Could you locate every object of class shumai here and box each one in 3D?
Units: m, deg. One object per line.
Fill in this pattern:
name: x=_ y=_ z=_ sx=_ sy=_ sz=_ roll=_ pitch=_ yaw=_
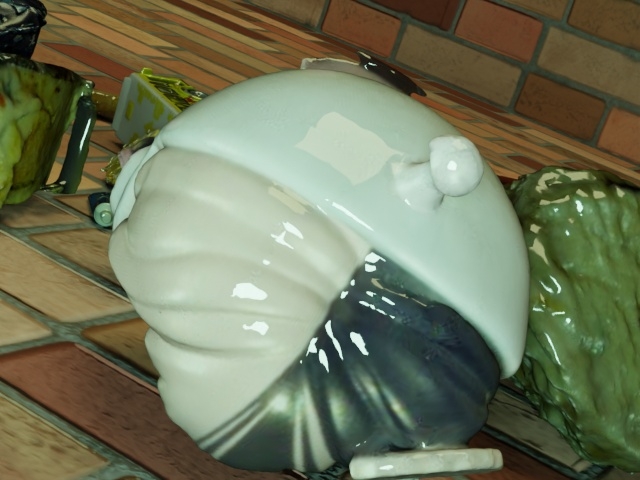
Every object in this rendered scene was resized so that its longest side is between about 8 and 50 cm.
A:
shumai: x=0.168 y=0.053 z=0.967 sx=0.256 sy=0.189 sz=0.218 roll=33 pitch=-16 yaw=-38

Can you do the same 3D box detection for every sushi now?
sushi: x=-0.276 y=-0.080 z=0.937 sx=0.131 sy=0.139 sz=0.291 roll=16 pitch=3 yaw=25

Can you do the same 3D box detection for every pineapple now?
pineapple: x=-0.165 y=-0.068 z=1.177 sx=0.045 sy=0.019 sz=0.083 roll=-17 pitch=27 yaw=32

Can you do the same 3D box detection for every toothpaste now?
toothpaste: x=-0.170 y=-0.027 z=1.070 sx=0.027 sy=0.019 sz=0.083 roll=-1 pitch=14 yaw=-11

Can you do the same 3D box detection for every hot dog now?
hot dog: x=-0.209 y=-0.139 z=1.417 sx=0.137 sy=0.028 sz=0.044 roll=10 pitch=-9 yaw=-43

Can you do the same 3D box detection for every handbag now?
handbag: x=-0.355 y=-0.209 z=1.313 sx=0.162 sy=0.113 sz=0.260 roll=22 pitch=11 yaw=-19

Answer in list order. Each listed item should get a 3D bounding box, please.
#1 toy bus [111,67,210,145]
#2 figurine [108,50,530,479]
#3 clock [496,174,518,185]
toy bus: x=-0.119 y=-0.084 z=1.246 sx=0.074 sy=0.081 sz=0.226 roll=6 pitch=23 yaw=-31
figurine: x=-0.009 y=-0.003 z=0.800 sx=0.253 sy=0.211 sz=0.361 roll=19 pitch=13 yaw=-6
clock: x=0.251 y=0.032 z=1.306 sx=0.318 sy=0.080 sz=0.318 roll=21 pitch=18 yaw=-7
